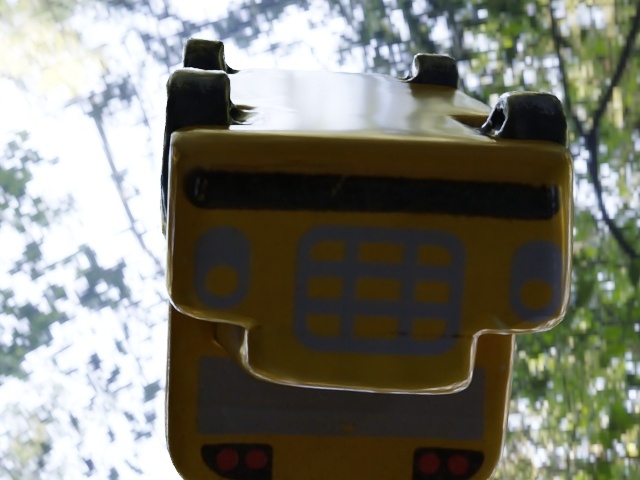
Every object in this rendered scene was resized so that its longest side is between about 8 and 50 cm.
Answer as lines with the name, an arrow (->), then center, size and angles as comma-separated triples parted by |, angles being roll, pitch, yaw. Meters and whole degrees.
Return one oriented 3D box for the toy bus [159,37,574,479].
toy bus -> 0.000, 0.000, 0.532 | 0.108, 0.130, 0.332 | 3, -170, -5
